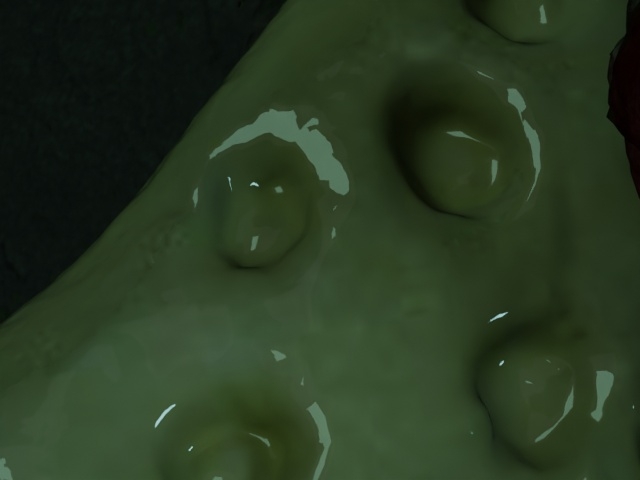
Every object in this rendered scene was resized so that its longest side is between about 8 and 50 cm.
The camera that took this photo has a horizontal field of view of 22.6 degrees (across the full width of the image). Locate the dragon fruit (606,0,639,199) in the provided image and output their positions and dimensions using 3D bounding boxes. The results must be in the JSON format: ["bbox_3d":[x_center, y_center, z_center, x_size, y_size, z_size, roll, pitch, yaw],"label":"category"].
[{"bbox_3d":[0.248,-0.057,0.507,0.329,0.329,0.329,-12,66,29],"label":"dragon fruit"}]

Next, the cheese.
[{"bbox_3d":[0.000,0.000,0.653,0.351,0.129,0.328,0,77,-8],"label":"cheese"}]
